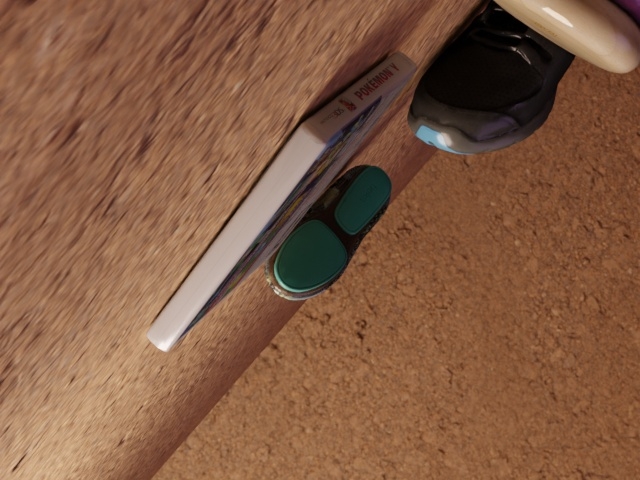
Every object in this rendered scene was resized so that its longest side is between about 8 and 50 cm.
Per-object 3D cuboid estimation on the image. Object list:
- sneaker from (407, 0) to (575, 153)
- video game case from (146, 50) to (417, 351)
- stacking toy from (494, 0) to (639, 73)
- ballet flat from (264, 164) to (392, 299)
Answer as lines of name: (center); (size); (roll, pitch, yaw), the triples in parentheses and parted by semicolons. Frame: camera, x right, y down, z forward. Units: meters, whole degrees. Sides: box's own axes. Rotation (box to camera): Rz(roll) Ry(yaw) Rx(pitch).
sneaker: (0.196, -0.214, 1.331); (0.341, 0.125, 0.139); (-45, 147, -28)
video game case: (-0.024, -0.030, 0.977); (0.201, 0.023, 0.183); (-51, 177, 30)
stacking toy: (0.254, -0.292, 1.028); (0.330, 0.141, 0.141); (-58, 176, 6)
ballet flat: (0.000, 0.000, 1.310); (0.188, 0.070, 0.070); (-43, 173, -40)
